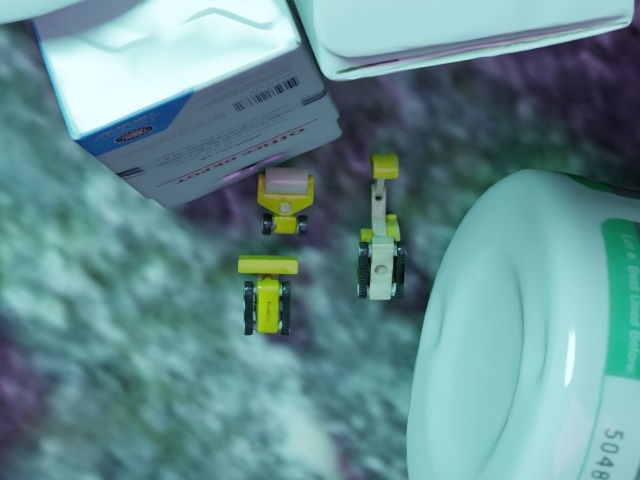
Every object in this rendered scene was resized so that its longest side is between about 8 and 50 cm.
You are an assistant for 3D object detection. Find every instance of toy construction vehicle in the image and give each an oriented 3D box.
[{"bbox_3d":[0.000,0.000,0.887,0.086,0.035,0.098,-2,121,-2],"label":"toy construction vehicle"}]

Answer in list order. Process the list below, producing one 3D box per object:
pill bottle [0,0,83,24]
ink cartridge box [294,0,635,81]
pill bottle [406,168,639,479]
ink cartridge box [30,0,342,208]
[{"bbox_3d":[-0.149,-0.235,0.667,0.162,0.162,0.278,-17,119,0],"label":"pill bottle"},{"bbox_3d":[0.025,-0.205,0.646,0.115,0.273,0.198,-10,118,-4],"label":"ink cartridge box"},{"bbox_3d":[0.243,0.094,0.876,0.361,0.204,0.204,11,115,-14],"label":"pill bottle"},{"bbox_3d":[-0.054,-0.073,0.789,0.104,0.180,0.060,-23,80,2],"label":"ink cartridge box"}]
